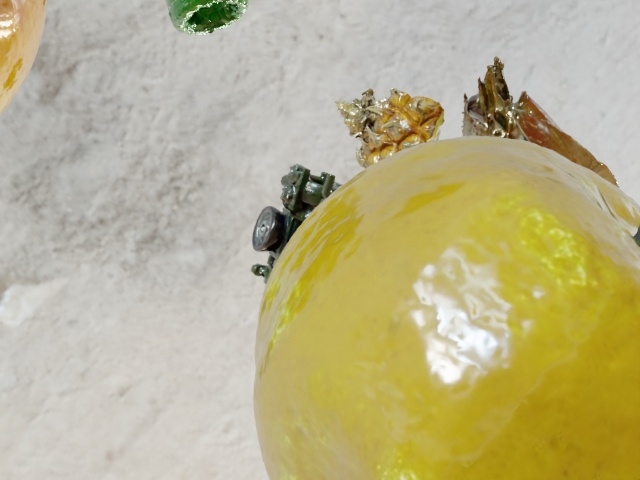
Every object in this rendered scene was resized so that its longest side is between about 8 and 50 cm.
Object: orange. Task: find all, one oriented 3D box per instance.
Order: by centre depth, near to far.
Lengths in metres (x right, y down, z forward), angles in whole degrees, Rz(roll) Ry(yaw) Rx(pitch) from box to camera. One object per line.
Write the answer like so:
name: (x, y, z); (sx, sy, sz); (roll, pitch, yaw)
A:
orange: (0.095, 0.083, 0.575); (0.279, 0.279, 0.235); (22, 118, -40)

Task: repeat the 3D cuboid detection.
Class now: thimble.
thimble: (-0.163, -0.348, 1.567); (0.118, 0.130, 0.090); (-18, 83, -23)

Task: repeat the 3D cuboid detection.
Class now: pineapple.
pineapple: (0.063, -0.098, 1.002); (0.077, 0.114, 0.114); (-21, 147, -45)

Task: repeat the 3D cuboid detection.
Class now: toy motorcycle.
toy motorcycle: (0.000, 0.000, 1.604); (0.127, 0.275, 0.205); (13, 100, -33)

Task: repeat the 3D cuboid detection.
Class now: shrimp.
shrimp: (0.195, -0.067, 1.024); (0.061, 0.145, 0.267); (-64, 143, -33)

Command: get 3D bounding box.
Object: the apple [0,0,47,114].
apple: (-0.368, -0.203, 0.925); (0.299, 0.275, 0.299); (18, 65, -44)
